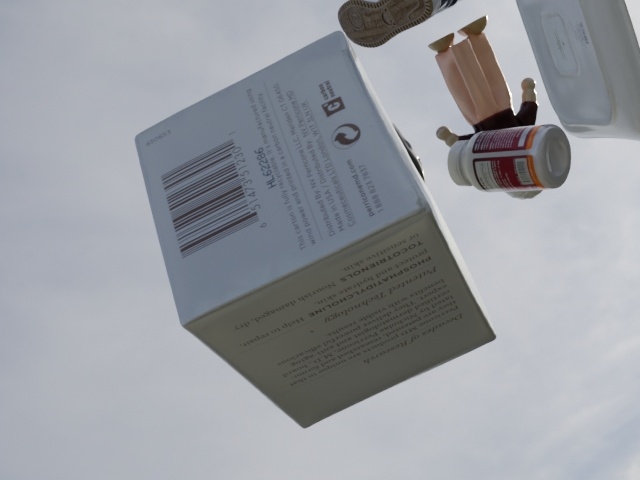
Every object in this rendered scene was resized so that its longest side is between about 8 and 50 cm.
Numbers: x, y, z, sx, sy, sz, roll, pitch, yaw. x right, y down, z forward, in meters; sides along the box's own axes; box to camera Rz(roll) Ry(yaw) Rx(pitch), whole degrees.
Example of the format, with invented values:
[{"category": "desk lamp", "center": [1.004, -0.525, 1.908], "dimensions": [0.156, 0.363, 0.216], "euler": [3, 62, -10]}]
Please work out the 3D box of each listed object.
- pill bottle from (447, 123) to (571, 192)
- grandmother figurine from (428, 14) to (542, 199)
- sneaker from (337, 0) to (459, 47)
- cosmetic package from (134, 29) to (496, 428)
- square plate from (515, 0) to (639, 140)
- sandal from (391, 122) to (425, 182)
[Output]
[{"category": "pill bottle", "center": [0.250, -0.108, 1.315], "dimensions": [0.086, 0.152, 0.086], "euler": [0, -90, -46]}, {"category": "grandmother figurine", "center": [0.316, -0.229, 1.826], "dimensions": [0.207, 0.342, 0.104], "euler": [-27, 5, 11]}, {"category": "sneaker", "center": [0.159, -0.441, 1.799], "dimensions": [0.153, 0.282, 0.099], "euler": [-38, -72, -27]}, {"category": "cosmetic package", "center": [0.000, 0.000, 1.361], "dimensions": [0.327, 0.329, 0.394], "euler": [-26, -34, 8]}, {"category": "square plate", "center": [0.379, -0.307, 1.478], "dimensions": [0.049, 0.344, 0.347], "euler": [-22, -81, -2]}, {"category": "sandal", "center": [0.157, -0.143, 1.905], "dimensions": [0.060, 0.219, 0.090], "euler": [25, -60, -40]}]
